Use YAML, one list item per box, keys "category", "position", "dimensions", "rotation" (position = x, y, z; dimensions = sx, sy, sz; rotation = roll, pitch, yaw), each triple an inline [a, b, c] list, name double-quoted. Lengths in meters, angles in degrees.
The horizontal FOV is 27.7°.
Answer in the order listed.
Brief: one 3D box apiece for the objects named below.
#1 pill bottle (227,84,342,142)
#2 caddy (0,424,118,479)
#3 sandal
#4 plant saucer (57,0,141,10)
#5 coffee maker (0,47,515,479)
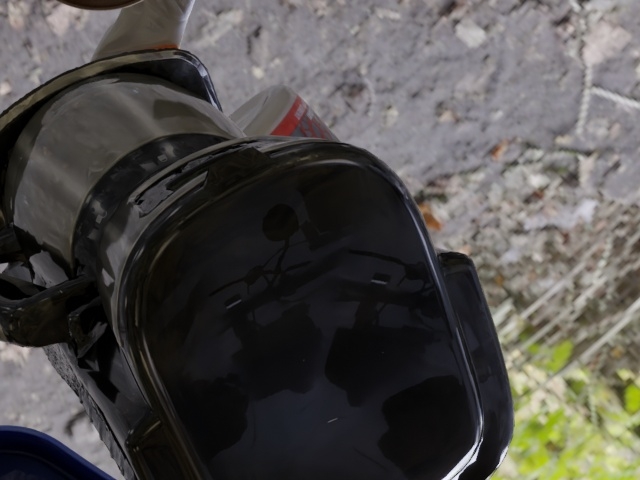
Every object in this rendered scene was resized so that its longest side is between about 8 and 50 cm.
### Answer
- category: "pill bottle"
  position: [0.000, 0.000, 1.623]
  dimensions: [0.210, 0.210, 0.363]
  rotation: [-42, 105, 6]
- category: "caddy"
  position: [-0.330, 0.367, 1.507]
  dimensions: [0.341, 0.179, 0.241]
  rotation: [34, 71, -3]
- category: "sandal"
  position: [-0.222, -0.245, 1.624]
  dimensions: [0.102, 0.076, 0.265]
  rotation: [26, 79, -13]
- category: "plant saucer"
  position: [-0.228, -0.335, 1.321]
  dimensions: [0.198, 0.036, 0.198]
  rotation: [1, 110, 3]
- category: "coffee maker"
  position: [-0.021, 0.030, 0.414]
  dimensions: [0.120, 0.178, 0.171]
  rotation: [-48, 119, -4]
